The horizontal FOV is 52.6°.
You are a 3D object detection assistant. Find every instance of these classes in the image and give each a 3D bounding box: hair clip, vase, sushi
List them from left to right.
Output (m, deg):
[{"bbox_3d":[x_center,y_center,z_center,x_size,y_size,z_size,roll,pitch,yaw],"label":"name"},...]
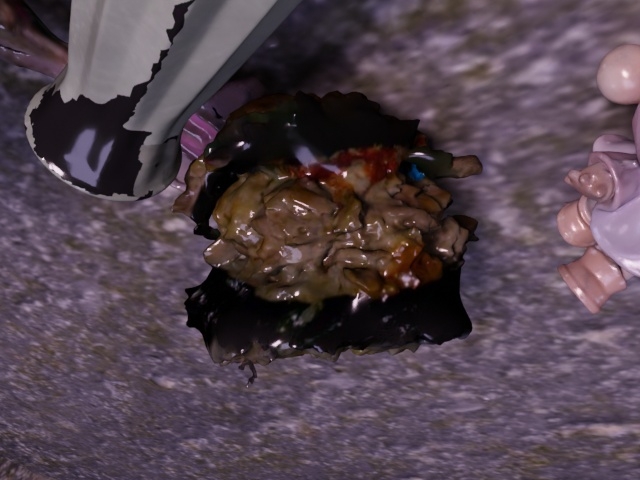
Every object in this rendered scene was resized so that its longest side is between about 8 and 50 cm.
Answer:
[{"bbox_3d":[-0.184,-0.141,0.549,0.300,0.069,0.173,25,145,-25],"label":"hair clip"},{"bbox_3d":[-0.065,-0.166,0.358,0.165,0.165,0.360,30,135,-15],"label":"vase"},{"bbox_3d":[-0.001,-0.006,0.532,0.225,0.238,0.218,-10,90,44],"label":"sushi"}]

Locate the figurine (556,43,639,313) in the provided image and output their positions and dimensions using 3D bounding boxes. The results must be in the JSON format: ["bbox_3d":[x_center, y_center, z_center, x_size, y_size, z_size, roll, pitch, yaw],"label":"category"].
[{"bbox_3d":[0.259,-0.049,0.426,0.200,0.133,0.276,49,146,8],"label":"figurine"}]
